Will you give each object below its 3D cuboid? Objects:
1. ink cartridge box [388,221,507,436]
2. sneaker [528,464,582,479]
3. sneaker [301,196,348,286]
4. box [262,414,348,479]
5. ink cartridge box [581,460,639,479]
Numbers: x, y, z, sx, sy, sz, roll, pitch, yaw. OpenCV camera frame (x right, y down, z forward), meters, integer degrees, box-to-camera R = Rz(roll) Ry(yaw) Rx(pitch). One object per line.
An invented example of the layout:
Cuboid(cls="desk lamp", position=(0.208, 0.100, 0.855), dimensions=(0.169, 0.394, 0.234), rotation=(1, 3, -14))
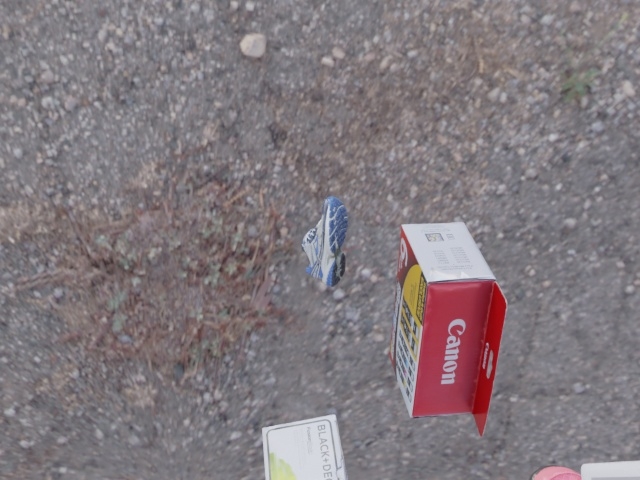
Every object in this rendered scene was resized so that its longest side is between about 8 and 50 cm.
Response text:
Cuboid(cls="ink cartridge box", position=(0.224, 0.165, 1.574), dimensions=(0.130, 0.309, 0.272), rotation=(-3, 30, -8))
Cuboid(cls="sneaker", position=(0.321, 0.356, 0.863), dimensions=(0.116, 0.136, 0.313), rotation=(-8, 53, -23))
Cuboid(cls="sneaker", position=(0.000, 0.000, 1.154), dimensions=(0.058, 0.135, 0.052), rotation=(18, 34, 22))
Cuboid(cls="box", position=(0.003, 0.361, 0.992), dimensions=(0.087, 0.290, 0.169), rotation=(-9, 40, 0))
Cuboid(cls="ink cartridge box", position=(0.350, 0.189, 0.665), dimensions=(0.225, 0.181, 0.056), rotation=(6, 72, -25))
